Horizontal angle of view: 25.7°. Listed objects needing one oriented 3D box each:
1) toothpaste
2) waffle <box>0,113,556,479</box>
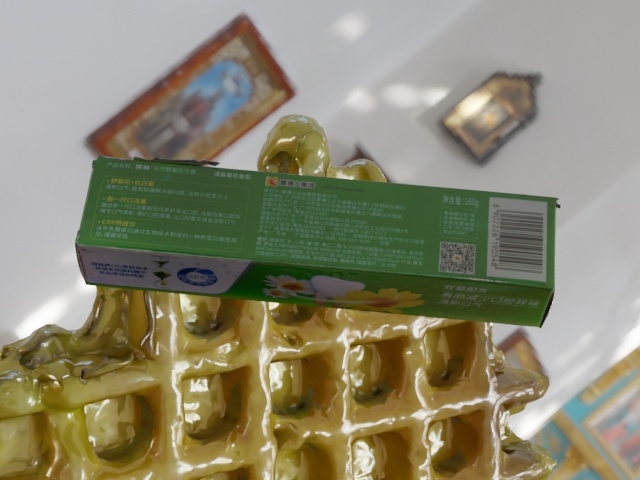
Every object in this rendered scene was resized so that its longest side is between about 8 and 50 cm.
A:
[{"bbox_3d":[0.000,0.000,0.532,0.037,0.178,0.043,92,4,-61],"label":"toothpaste"},{"bbox_3d":[-0.020,0.112,0.664,0.060,0.312,0.307,10,-41,57],"label":"waffle"}]
